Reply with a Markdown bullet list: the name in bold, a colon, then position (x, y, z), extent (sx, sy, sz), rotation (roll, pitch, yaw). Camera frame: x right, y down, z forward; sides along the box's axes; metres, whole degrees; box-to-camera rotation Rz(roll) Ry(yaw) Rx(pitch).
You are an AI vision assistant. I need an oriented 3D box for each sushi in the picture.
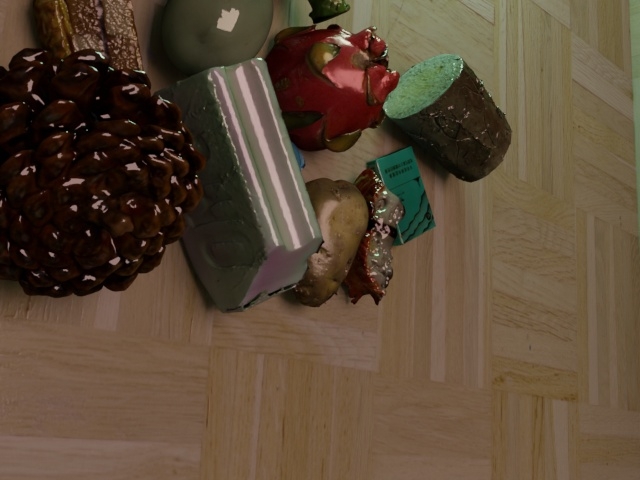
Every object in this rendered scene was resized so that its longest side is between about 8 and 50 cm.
- **sushi**: position (0.119, -0.011, 1.902), extent (0.130, 0.124, 0.332), rotation (32, 62, -35)

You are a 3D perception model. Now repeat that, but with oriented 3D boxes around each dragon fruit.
- **dragon fruit**: position (0.036, -0.358, 1.816), extent (0.305, 0.225, 0.306), rotation (9, 77, -46)

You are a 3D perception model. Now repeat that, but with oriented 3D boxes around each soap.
- **soap**: position (-0.164, -0.094, 1.536), extent (0.156, 0.261, 0.446), rotation (-28, 104, -45)

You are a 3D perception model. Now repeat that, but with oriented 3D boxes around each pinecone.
- **pinecone**: position (-0.396, -0.121, 1.260), extent (0.397, 0.397, 0.398), rotation (10, 75, -44)

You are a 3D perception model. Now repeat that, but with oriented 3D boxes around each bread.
- **bread**: position (-0.417, -0.358, 1.448), extent (0.181, 0.096, 0.222), rotation (-14, 94, -46)

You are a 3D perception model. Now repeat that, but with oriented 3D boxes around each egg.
- **egg**: position (-0.203, -0.441, 1.602), extent (0.203, 0.202, 0.283), rotation (51, 54, -26)

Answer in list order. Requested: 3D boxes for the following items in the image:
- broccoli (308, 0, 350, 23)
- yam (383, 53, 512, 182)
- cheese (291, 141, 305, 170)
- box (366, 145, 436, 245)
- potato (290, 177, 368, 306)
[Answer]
- **broccoli**: position (0.009, -0.652, 1.796), extent (0.297, 0.297, 0.297), rotation (-30, 108, -44)
- **yam**: position (0.346, -0.320, 2.122), extent (0.348, 0.241, 0.241), rotation (37, 58, -39)
- **cheese**: position (-0.125, -0.168, 1.751), extent (0.256, 0.037, 0.106), rotation (-14, 91, -44)
- **box**: position (0.211, -0.116, 2.074), extent (0.161, 0.042, 0.227), rotation (-26, 101, -44)
- **potato**: position (0.000, 0.000, 1.770), extent (0.191, 0.141, 0.296), rotation (23, 73, -35)
